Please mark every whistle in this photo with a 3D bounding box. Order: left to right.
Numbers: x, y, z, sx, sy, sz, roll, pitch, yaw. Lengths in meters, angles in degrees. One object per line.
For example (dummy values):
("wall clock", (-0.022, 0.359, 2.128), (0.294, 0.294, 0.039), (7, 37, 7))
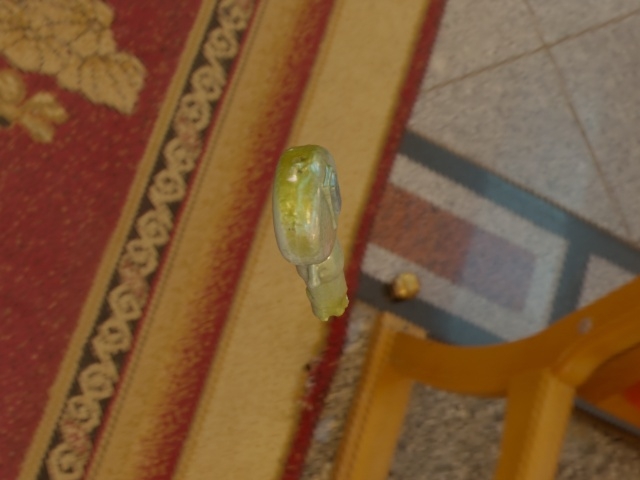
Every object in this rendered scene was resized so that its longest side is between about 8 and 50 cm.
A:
("whistle", (0.000, 0.000, 1.313), (0.057, 0.198, 0.104), (-1, 49, 13))
